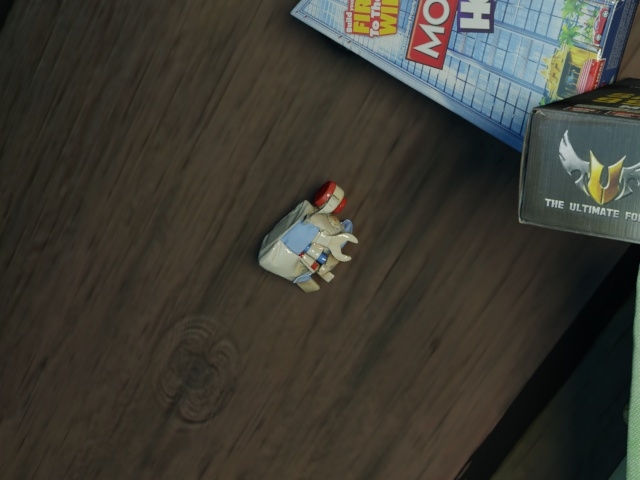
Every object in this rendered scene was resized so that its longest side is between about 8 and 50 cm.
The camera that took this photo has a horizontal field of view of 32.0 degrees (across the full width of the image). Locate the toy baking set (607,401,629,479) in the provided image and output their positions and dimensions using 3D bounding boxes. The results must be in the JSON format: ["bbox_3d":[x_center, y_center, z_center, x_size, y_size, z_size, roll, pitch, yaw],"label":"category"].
[{"bbox_3d":[0.210,0.189,0.630,0.256,0.030,0.196,17,95,51],"label":"toy baking set"}]

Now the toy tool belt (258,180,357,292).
[{"bbox_3d":[0.000,0.000,0.744,0.051,0.052,0.083,37,124,-18],"label":"toy tool belt"}]

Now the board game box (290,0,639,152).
[{"bbox_3d":[0.086,-0.159,0.650,0.194,0.060,0.194,20,110,23],"label":"board game box"}]

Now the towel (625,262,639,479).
[{"bbox_3d":[0.296,0.146,0.485,0.325,0.038,0.248,7,104,31],"label":"towel"}]

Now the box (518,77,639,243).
[{"bbox_3d":[0.232,-0.031,0.526,0.231,0.183,0.056,12,108,27],"label":"box"}]
